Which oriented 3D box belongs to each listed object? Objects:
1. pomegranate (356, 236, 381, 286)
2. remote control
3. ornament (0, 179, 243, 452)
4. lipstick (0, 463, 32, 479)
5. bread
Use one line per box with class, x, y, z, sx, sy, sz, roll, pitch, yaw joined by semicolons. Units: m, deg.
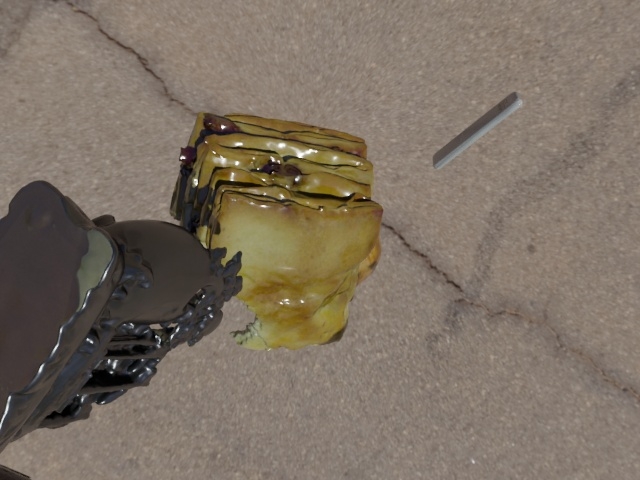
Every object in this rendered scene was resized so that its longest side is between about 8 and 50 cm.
pomegranate;0.013;0.011;1.107;0.207;0.207;0.207;0;100;-2
remote control;0.382;-0.265;1.409;0.029;0.067;0.261;39;121;-20
ornament;-0.191;0.085;0.515;0.106;0.260;0.251;38;91;21
lipstick;-0.504;0.279;0.710;0.299;0.081;0.081;20;99;5
bread;-0.066;0.012;0.877;0.314;0.191;0.370;3;113;-21
